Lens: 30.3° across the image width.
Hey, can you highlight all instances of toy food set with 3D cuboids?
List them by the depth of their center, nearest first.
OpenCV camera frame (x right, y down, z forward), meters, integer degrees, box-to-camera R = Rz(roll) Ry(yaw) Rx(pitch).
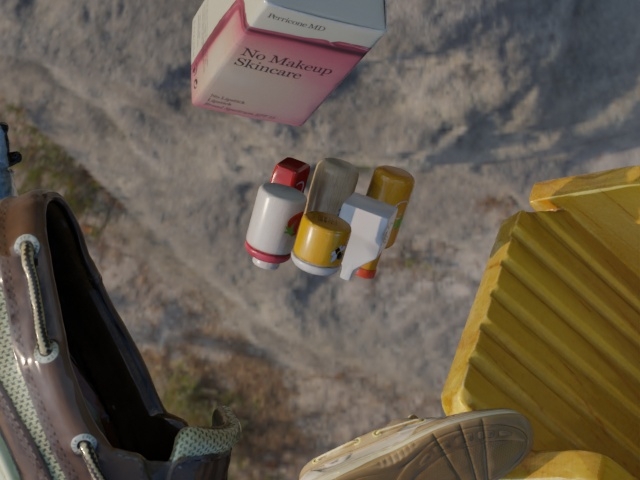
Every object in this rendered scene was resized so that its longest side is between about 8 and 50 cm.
[{"bbox_3d":[0.000,0.000,0.998,0.111,0.232,0.104,20,110,9],"label":"toy food set"}]

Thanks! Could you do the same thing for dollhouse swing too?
[{"bbox_3d":[0.330,0.089,0.912,0.315,0.346,0.305,40,137,-15],"label":"dollhouse swing"}]

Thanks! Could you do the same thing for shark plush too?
[{"bbox_3d":[-0.295,-0.026,1.051,0.073,0.067,0.161,42,119,13],"label":"shark plush"}]

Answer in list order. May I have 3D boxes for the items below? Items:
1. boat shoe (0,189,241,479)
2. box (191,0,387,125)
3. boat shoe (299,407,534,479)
[{"bbox_3d":[-0.072,0.099,0.451,0.095,0.095,0.257,-30,96,11],"label":"boat shoe"},{"bbox_3d":[-0.042,-0.245,1.346,0.149,0.126,0.232,9,155,-23],"label":"box"},{"bbox_3d":[0.062,0.149,0.824,0.170,0.059,0.063,-17,115,-6],"label":"boat shoe"}]
